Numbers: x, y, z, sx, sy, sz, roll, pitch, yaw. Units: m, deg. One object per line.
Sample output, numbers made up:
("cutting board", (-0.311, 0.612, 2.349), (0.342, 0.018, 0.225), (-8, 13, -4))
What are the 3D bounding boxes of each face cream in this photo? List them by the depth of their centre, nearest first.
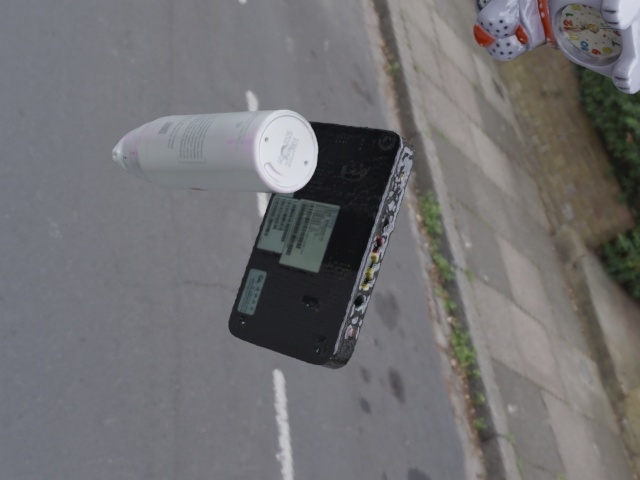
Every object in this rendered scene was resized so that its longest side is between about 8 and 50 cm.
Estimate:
("face cream", (-0.149, -0.113, 1.089), (0.102, 0.346, 0.101), (-5, 98, -40))

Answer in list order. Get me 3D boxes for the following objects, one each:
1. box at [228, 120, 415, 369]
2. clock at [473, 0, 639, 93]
("box", (0.000, 0.000, 1.242), (0.058, 0.211, 0.350), (27, 78, -49))
("clock", (0.290, -0.290, 1.015), (0.189, 0.254, 0.188), (-24, 122, -44))
